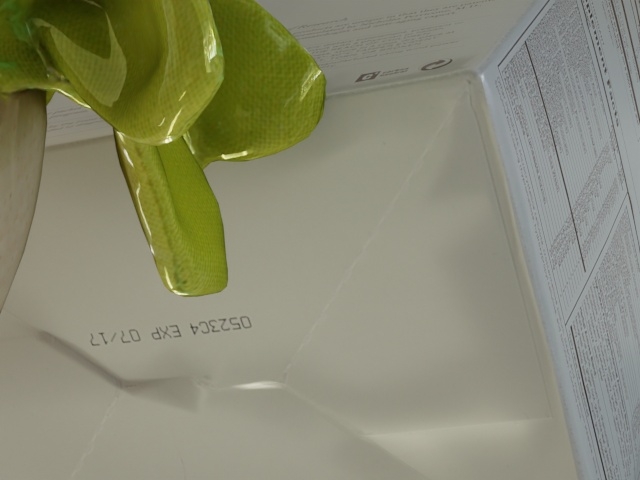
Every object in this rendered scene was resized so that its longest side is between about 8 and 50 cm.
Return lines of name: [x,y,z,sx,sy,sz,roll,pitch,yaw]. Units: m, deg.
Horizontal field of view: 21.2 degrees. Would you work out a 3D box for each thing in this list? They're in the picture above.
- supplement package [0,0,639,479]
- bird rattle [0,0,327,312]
supplement package: [0.000,0.000,0.534,0.194,0.149,0.203,-8,-160,23]
bird rattle: [-0.136,-0.041,0.356,0.254,0.207,0.143,17,168,13]
